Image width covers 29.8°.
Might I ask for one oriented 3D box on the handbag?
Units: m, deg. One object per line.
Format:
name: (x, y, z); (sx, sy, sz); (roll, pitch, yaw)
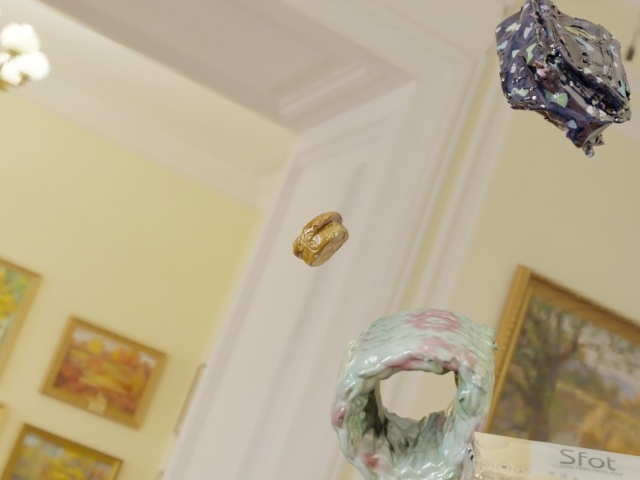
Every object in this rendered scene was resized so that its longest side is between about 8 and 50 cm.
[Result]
handbag: (0.310, -0.215, 1.509); (0.162, 0.260, 0.113); (32, -61, -14)

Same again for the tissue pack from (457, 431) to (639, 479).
tissue pack: (0.239, 0.282, 1.167); (0.222, 0.090, 0.186); (7, -57, 8)

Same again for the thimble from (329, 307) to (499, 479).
thimble: (0.116, 0.178, 1.408); (0.185, 0.211, 0.149); (49, 20, -10)

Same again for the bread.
bread: (0.000, 0.000, 1.606); (0.046, 0.081, 0.083); (46, -44, 19)
